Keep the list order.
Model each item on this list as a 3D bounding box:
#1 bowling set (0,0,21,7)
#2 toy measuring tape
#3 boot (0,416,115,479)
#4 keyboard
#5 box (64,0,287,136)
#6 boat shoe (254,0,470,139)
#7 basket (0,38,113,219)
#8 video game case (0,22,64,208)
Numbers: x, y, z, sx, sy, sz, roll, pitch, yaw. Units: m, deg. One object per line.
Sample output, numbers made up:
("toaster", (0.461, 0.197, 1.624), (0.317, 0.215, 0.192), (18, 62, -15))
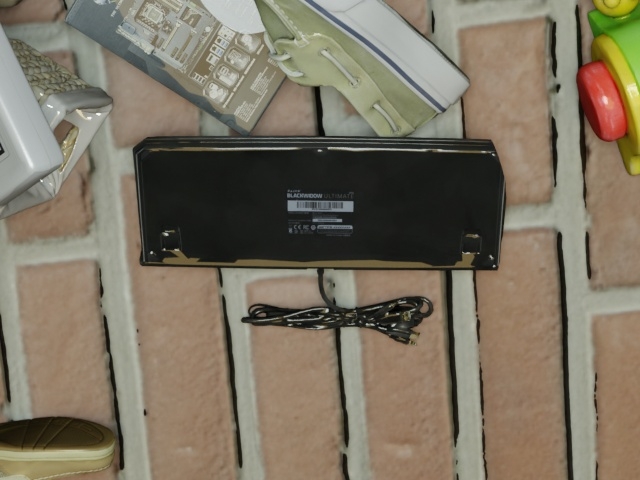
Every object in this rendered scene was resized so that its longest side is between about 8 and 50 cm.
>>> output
("bowling set", (-0.302, -0.246, 0.994), (0.154, 0.200, 0.287), (39, 92, -7))
("toy measuring tape", (0.296, -0.072, 1.074), (0.121, 0.121, 0.330), (-20, 101, 4))
("boot", (-0.278, 0.252, 1.161), (0.213, 0.077, 0.165), (-7, 101, 7))
("keyboard", (0.000, 0.000, 1.113), (0.317, 0.033, 0.201), (1, 117, 2))
("box", (-0.076, -0.232, 1.067), (0.183, 0.059, 0.232), (32, 100, -8))
("boat shoe", (0.008, -0.161, 0.998), (0.094, 0.109, 0.302), (-49, 134, 10))
("basket", (-0.255, -0.096, 1.045), (0.103, 0.167, 0.113), (35, 99, 0))
("video game case", (-0.343, -0.147, 0.942), (0.300, 0.036, 0.329), (-26, 90, 43))
